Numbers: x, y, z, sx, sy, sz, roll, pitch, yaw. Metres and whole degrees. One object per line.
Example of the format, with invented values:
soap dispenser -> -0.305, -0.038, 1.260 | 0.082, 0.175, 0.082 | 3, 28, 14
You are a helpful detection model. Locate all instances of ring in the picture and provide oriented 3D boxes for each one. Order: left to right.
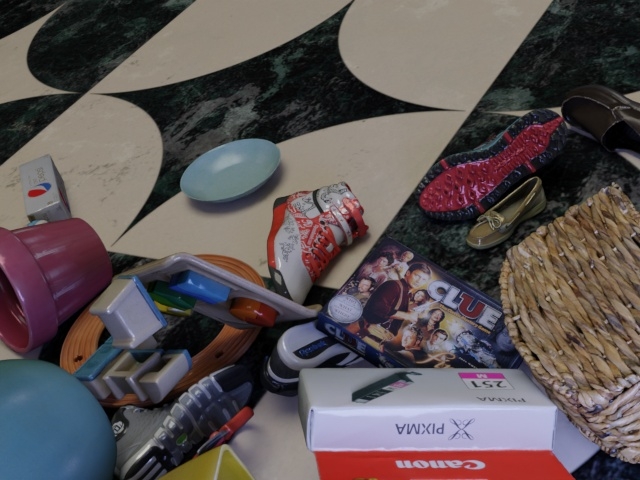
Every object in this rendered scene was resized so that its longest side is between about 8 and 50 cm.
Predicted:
ring -> -0.237, 0.137, 1.574 | 0.336, 0.032, 0.336 | -13, 34, 9

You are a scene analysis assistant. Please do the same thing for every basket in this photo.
basket -> 0.360, 0.125, 1.206 | 0.213, 0.223, 0.299 | -35, 34, 12

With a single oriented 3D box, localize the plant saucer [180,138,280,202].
plant saucer -> -0.161, -0.118, 1.879 | 0.195, 0.037, 0.195 | -13, 34, 9

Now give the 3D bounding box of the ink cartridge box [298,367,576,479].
ink cartridge box -> 0.122, 0.203, 1.103 | 0.275, 0.060, 0.239 | 1, 11, -7

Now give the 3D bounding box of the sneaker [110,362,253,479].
sneaker -> -0.207, 0.231, 1.387 | 0.228, 0.086, 0.132 | -40, 37, -26

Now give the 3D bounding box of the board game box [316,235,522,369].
board game box -> 0.140, 0.114, 1.326 | 0.243, 0.042, 0.165 | 31, 54, 17

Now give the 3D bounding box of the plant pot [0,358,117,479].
plant pot -> -0.392, 0.280, 1.245 | 0.293, 0.293, 0.235 | 7, 30, 32

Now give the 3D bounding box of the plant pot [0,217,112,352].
plant pot -> -0.447, 0.055, 1.658 | 0.180, 0.201, 0.201 | -28, 34, -35

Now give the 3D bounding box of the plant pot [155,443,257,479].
plant pot -> -0.145, 0.375, 1.067 | 0.187, 0.212, 0.212 | -18, 33, 20

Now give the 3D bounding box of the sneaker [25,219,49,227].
sneaker -> -0.489, 0.036, 1.811 | 0.083, 0.071, 0.191 | -7, 44, 7

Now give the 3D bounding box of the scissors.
scissors -> -0.117, 0.229, 1.230 | 0.109, 0.297, 0.021 | -41, 82, -16

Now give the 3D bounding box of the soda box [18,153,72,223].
soda box -> -0.530, -0.083, 1.975 | 0.069, 0.074, 0.216 | -24, 35, -7

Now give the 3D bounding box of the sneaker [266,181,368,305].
sneaker -> 0.000, -0.001, 1.597 | 0.145, 0.090, 0.270 | -15, 32, 10

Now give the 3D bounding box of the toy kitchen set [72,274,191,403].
toy kitchen set -> -0.270, 0.119, 1.399 | 0.207, 0.166, 0.122 | -6, 31, 44

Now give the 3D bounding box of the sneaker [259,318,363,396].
sneaker -> 0.005, 0.151, 1.400 | 0.217, 0.121, 0.079 | -10, 62, -40

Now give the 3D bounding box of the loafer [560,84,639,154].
loafer -> 0.466, -0.188, 1.636 | 0.078, 0.080, 0.220 | -36, 38, -24

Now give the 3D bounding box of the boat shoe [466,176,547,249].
boat shoe -> 0.280, -0.041, 1.553 | 0.153, 0.048, 0.056 | -31, 37, -17

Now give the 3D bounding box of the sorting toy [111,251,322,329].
sorting toy -> -0.166, 0.087, 1.401 | 0.307, 0.229, 0.041 | -17, 56, 58

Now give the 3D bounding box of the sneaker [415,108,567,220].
sneaker -> 0.275, -0.110, 1.634 | 0.262, 0.104, 0.125 | -29, -4, 9
